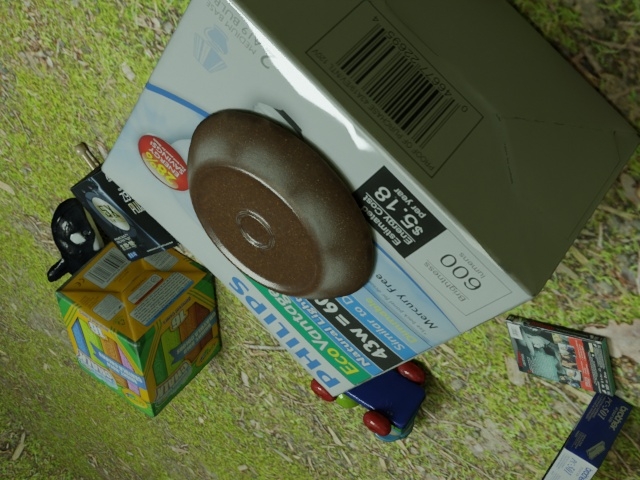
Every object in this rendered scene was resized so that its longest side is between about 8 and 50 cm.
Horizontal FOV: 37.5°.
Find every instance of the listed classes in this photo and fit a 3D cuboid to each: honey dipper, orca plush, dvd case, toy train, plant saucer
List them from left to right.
[{"bbox_3d":[-0.431,0.029,1.615,0.151,0.102,0.287,56,160,7],"label":"orca plush"},{"bbox_3d":[-0.329,-0.084,1.469,0.030,0.030,0.160,-14,114,53],"label":"honey dipper"},{"bbox_3d":[-0.046,-0.017,0.804,0.199,0.036,0.198,29,145,23],"label":"plant saucer"},{"bbox_3d":[0.031,0.194,1.346,0.248,0.105,0.143,30,159,20],"label":"toy train"},{"bbox_3d":[0.273,0.131,1.075,0.120,0.013,0.087,10,135,39],"label":"dvd case"}]

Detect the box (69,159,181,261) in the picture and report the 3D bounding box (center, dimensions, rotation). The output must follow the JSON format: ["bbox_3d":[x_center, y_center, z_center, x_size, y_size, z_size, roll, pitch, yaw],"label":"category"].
[{"bbox_3d":[-0.264,-0.058,1.379,0.147,0.077,0.180,53,147,-15],"label":"box"}]

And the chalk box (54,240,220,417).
[{"bbox_3d":[-0.290,0.155,1.565,0.179,0.180,0.289,29,147,22],"label":"chalk box"}]

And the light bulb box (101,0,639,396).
[{"bbox_3d":[0.025,-0.081,0.897,0.358,0.225,0.361,44,147,-3],"label":"light bulb box"}]

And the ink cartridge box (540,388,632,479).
[{"bbox_3d":[0.302,0.270,1.127,0.046,0.097,0.207,31,147,18],"label":"ink cartridge box"}]
